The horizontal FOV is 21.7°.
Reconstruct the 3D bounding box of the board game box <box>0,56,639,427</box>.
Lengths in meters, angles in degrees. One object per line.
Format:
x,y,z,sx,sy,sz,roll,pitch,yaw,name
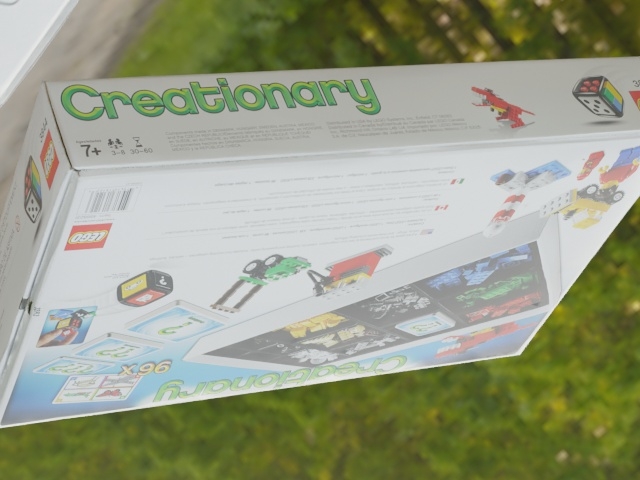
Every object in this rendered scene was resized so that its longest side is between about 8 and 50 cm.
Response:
0.000,0.000,0.782,0.305,0.053,0.193,-5,146,-28,board game box

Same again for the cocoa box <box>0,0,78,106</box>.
-0.245,-0.053,0.347,0.347,0.228,0.231,-49,154,23,cocoa box
